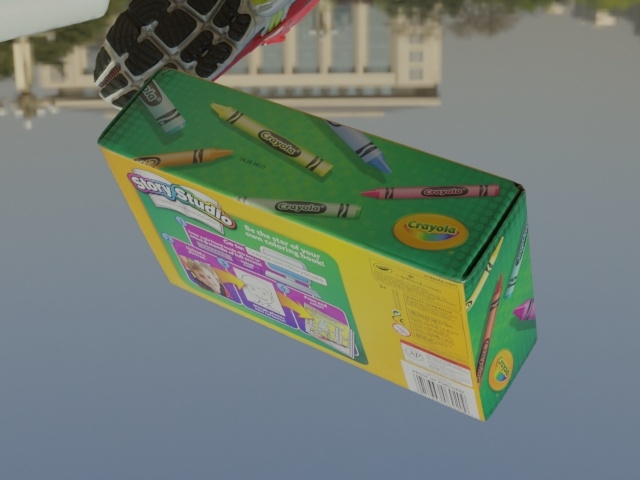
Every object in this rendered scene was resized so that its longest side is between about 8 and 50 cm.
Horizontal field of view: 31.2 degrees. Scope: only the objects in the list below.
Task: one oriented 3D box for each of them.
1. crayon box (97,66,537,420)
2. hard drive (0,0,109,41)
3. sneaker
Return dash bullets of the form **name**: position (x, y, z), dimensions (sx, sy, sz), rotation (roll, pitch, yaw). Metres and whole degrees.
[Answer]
- **crayon box**: position (0.000, 0.000, 0.767), dimensions (0.279, 0.165, 0.081), rotation (22, -119, 27)
- **hard drive**: position (-0.184, -0.165, 0.366), dimensions (0.047, 0.232, 0.353), rotation (8, -159, 20)
- **sneaker**: position (-0.073, -0.197, 1.032), dimensions (0.279, 0.107, 0.118), rotation (-37, 163, -1)
